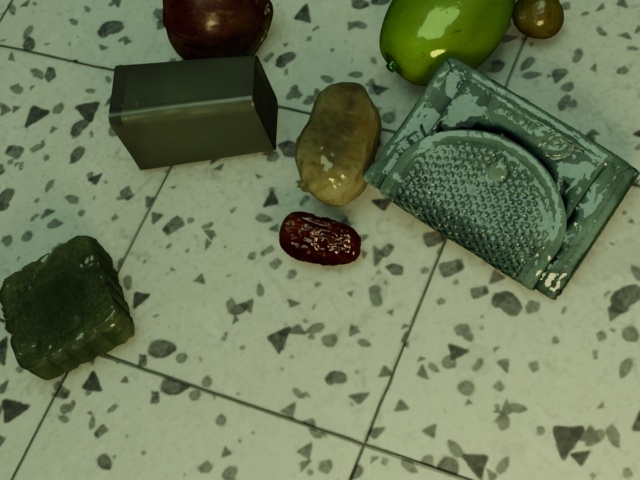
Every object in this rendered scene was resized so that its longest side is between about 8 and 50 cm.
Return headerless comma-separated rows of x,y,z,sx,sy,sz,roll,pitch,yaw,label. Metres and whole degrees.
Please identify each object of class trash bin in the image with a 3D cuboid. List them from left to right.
-0.204,-0.214,1.820,0.241,0.164,0.122,-5,62,13,trash bin

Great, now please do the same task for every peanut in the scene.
0.028,-0.153,1.745,0.129,0.129,0.224,7,57,19,peanut

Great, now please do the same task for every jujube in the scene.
0.000,0.000,1.705,0.129,0.077,0.077,14,67,10,jujube

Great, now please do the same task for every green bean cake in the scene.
-0.401,0.108,1.748,0.185,0.094,0.183,-28,60,1,green bean cake

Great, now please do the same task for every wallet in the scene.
0.262,-0.096,1.633,0.342,0.075,0.237,34,88,16,wallet

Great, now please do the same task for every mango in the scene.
0.227,-0.397,1.792,0.192,0.156,0.343,22,73,24,mango

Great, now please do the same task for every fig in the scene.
-0.178,-0.391,1.903,0.205,0.205,0.205,-7,62,13,fig
0.353,-0.372,1.780,0.082,0.098,0.084,9,43,-3,fig
